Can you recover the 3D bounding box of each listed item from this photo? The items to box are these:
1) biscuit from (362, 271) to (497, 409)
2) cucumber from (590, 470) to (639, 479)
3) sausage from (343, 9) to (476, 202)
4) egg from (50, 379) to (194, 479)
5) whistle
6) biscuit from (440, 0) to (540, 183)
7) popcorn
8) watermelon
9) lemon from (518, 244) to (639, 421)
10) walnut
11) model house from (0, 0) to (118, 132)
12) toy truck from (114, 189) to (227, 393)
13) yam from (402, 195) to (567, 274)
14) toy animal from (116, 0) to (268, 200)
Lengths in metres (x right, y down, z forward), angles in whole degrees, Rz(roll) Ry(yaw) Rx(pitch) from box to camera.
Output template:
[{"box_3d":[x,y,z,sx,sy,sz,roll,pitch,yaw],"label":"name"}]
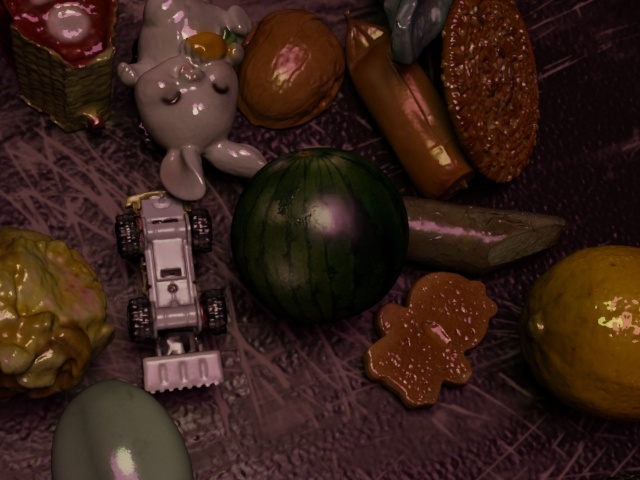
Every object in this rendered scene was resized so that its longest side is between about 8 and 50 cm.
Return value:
[{"box_3d":[0.159,0.134,1.510,0.166,0.036,0.225,36,64,2],"label":"biscuit"},{"box_3d":[0.534,0.353,1.475,0.359,0.096,0.096,-8,72,-14],"label":"cucumber"},{"box_3d":[0.123,-0.209,1.591,0.112,0.112,0.328,-25,76,-19],"label":"sausage"},{"box_3d":[-0.244,0.284,1.294,0.168,0.168,0.230,-14,72,-17],"label":"egg"},{"box_3d":[0.159,-0.376,1.565,0.189,0.189,0.347,16,45,-6],"label":"whistle"},{"box_3d":[0.263,-0.236,1.566,0.305,0.038,0.305,8,80,-54],"label":"biscuit"},{"box_3d":[-0.386,0.103,1.310,0.259,0.212,0.259,36,33,-28],"label":"popcorn"},{"box_3d":[-0.001,-0.005,1.416,0.242,0.242,0.242,4,69,-11],"label":"watermelon"},{"box_3d":[0.423,0.130,1.456,0.320,0.245,0.245,6,68,-20],"label":"lemon"},{"box_3d":[-0.042,-0.271,1.593,0.167,0.087,0.211,29,66,-3],"label":"walnut"},{"box_3d":[-0.360,-0.285,1.472,0.160,0.196,0.254,-25,77,-22],"label":"model house"},{"box_3d":[-0.200,0.067,1.418,0.136,0.111,0.285,-5,72,-11],"label":"toy truck"},{"box_3d":[0.229,-0.003,1.542,0.259,0.106,0.106,8,68,-7],"label":"yam"},{"box_3d":[-0.178,-0.214,1.493,0.208,0.154,0.325,-16,84,-35],"label":"toy animal"}]
